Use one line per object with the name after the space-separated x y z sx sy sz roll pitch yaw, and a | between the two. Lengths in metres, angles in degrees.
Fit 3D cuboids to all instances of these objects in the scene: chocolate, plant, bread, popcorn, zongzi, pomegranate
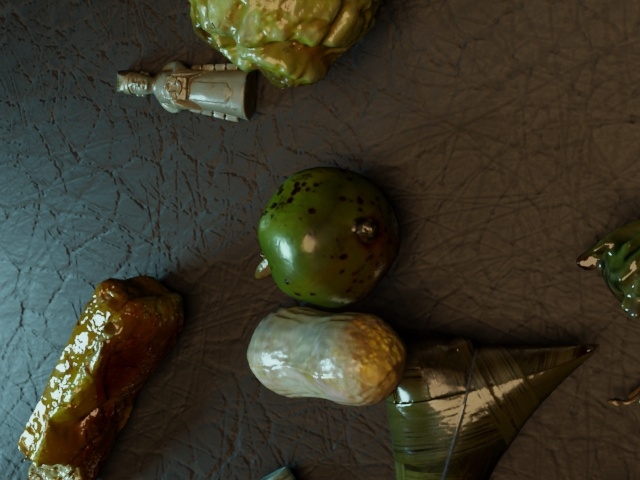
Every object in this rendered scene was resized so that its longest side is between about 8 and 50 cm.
0.000 0.158 1.820 0.309 0.134 0.134 4 102 57 | chocolate
0.495 -0.019 1.726 0.251 0.180 0.333 31 85 -17 | plant
-0.335 0.229 1.964 0.109 0.185 0.380 34 106 16 | bread
-0.051 -0.352 1.758 0.282 0.282 0.247 41 119 7 | popcorn
0.242 0.264 1.824 0.300 0.138 0.286 -6 98 17 | zongzi
-0.004 0.012 1.837 0.198 0.198 0.246 48 120 5 | pomegranate

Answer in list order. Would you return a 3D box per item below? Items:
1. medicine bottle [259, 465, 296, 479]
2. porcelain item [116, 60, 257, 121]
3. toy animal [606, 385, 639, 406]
-0.025 0.465 1.960 0.124 0.079 0.258 -27 89 19 | medicine bottle
-0.200 -0.222 1.928 0.213 0.054 0.084 8 98 16 | porcelain item
0.494 0.214 1.779 0.220 0.069 0.086 -6 81 10 | toy animal
